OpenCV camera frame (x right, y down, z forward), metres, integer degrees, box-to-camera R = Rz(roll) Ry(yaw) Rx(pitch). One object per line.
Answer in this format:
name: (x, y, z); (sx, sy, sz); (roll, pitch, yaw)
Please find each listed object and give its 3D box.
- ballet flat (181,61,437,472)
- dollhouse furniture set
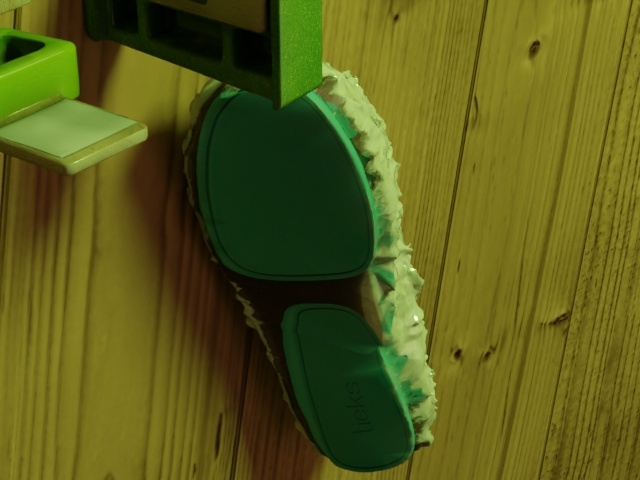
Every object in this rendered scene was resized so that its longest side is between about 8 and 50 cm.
ballet flat: (0.000, 0.000, 1.191); (0.147, 0.147, 0.409); (-46, 143, -29)
dollhouse furniture set: (-0.118, -0.204, 0.865); (0.197, 0.151, 0.301); (-31, 131, -42)
